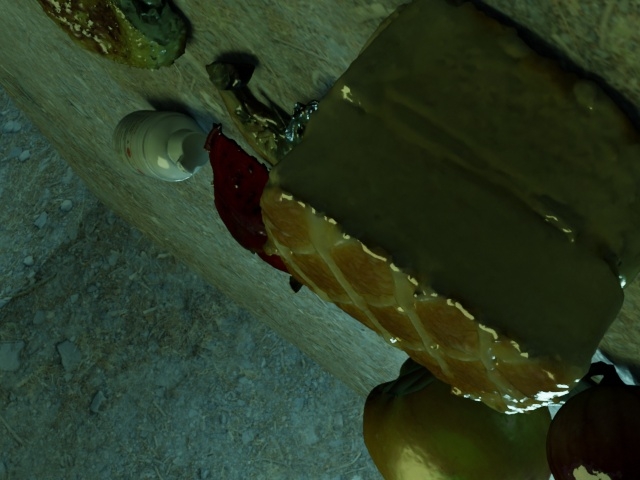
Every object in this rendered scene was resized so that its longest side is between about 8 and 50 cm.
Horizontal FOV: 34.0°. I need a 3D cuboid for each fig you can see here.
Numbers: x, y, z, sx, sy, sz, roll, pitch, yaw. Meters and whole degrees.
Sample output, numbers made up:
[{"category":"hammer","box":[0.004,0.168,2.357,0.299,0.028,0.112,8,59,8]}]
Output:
[{"category":"fig","box":[0.459,0.308,1.570,0.235,0.214,0.235,16,143,13]}]

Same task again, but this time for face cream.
[{"category":"face cream","box":[-0.308,-0.193,2.152,0.145,0.145,0.369,46,166,-26]}]

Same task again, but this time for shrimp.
[{"category":"shrimp","box":[-0.072,-0.195,1.636,0.272,0.085,0.445,47,171,-6]}]

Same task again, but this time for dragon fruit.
[{"category":"dragon fruit","box":[-0.098,-0.021,1.893,0.343,0.100,0.282,38,157,29]}]

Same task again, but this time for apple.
[{"category":"apple","box":[0.247,0.364,1.992,0.374,0.374,0.384,44,155,-19]}]

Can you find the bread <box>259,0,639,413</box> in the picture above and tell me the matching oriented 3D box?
[{"category":"bread","box":[0.146,-0.017,1.131,0.371,0.279,0.390,35,167,9]}]

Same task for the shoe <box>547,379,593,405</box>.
[{"category":"shoe","box":[0.377,0.245,1.786,0.251,0.100,0.103,34,167,14]}]

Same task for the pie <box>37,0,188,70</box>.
[{"category":"pie","box":[-0.357,-0.393,1.694,0.288,0.103,0.355,17,153,46]}]
